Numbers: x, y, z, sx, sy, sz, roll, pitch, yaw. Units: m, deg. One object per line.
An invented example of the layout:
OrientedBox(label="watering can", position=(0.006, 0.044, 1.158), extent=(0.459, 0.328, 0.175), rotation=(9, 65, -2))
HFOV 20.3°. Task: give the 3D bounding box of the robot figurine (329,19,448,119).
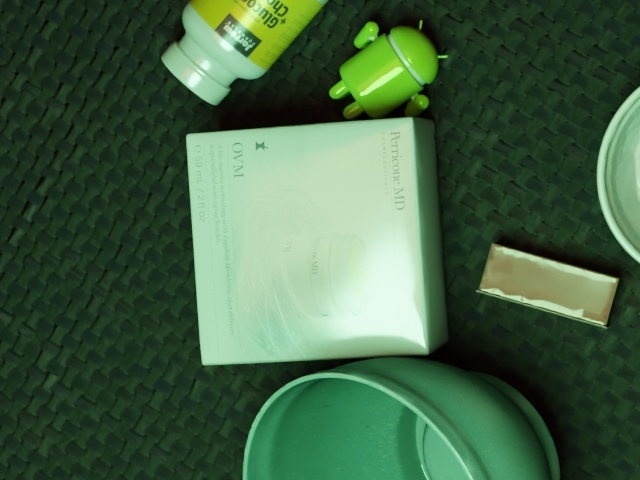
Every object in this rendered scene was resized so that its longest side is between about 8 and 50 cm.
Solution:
OrientedBox(label="robot figurine", position=(0.065, -0.163, 1.743), extent=(0.115, 0.067, 0.101), rotation=(-36, 86, 11))

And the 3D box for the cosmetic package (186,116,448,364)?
OrientedBox(label="cosmetic package", position=(0.000, 0.000, 1.730), extent=(0.224, 0.138, 0.224), rotation=(-4, 92, 11))

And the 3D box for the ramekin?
OrientedBox(label="ramekin", position=(0.363, -0.061, 1.661), extent=(0.207, 0.109, 0.207), rotation=(0, 92, 13))

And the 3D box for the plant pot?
OrientedBox(label="plant pot", position=(0.100, 0.231, 1.659), extent=(0.293, 0.196, 0.293), rotation=(17, 117, 37))

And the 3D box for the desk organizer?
OrientedBox(label="desk organizer", position=(0.222, 0.043, 1.729), extent=(0.130, 0.047, 0.050), rotation=(16, 93, 11))

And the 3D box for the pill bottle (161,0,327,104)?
OrientedBox(label="pill bottle", position=(-0.069, -0.225, 1.752), extent=(0.103, 0.103, 0.184), rotation=(43, 100, 8))
